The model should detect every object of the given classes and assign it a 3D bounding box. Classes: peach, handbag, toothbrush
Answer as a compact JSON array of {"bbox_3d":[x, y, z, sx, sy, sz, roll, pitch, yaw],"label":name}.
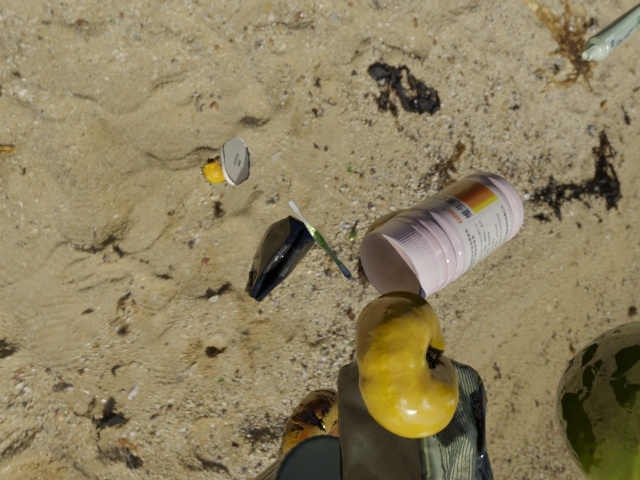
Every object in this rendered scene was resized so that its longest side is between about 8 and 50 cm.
[{"bbox_3d":[0.109,0.153,0.556,0.179,0.103,0.179,44,37,-47],"label":"peach"},{"bbox_3d":[-0.159,0.069,1.483,0.152,0.342,0.287,33,79,-9],"label":"handbag"},{"bbox_3d":[0.000,0.000,1.143,0.022,0.026,0.263,-38,94,0],"label":"toothbrush"},{"bbox_3d":[0.189,0.384,0.843,0.240,0.247,0.340,16,59,-34],"label":"handbag"}]

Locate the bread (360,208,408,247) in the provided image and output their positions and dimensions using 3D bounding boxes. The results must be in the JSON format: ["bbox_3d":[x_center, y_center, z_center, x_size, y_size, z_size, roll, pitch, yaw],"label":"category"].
[{"bbox_3d":[0.322,-0.016,1.594,0.314,0.191,0.171,5,31,-21],"label":"bread"}]

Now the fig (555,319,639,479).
[{"bbox_3d":[0.503,0.242,0.625,0.316,0.316,0.315,9,72,-29],"label":"fig"}]

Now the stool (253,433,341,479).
[{"bbox_3d":[-0.029,0.640,1.041,0.297,0.330,0.297,13,44,-13],"label":"stool"}]

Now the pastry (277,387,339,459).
[{"bbox_3d":[-0.022,0.693,1.570,0.356,0.164,0.355,-43,141,-49],"label":"pastry"}]

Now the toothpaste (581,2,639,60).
[{"bbox_3d":[0.514,-0.360,0.750,0.218,0.064,0.041,-36,55,-19],"label":"toothpaste"}]

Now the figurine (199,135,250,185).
[{"bbox_3d":[-0.378,-0.295,1.726,0.166,0.141,0.250,60,26,-29],"label":"figurine"}]

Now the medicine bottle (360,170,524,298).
[{"bbox_3d":[0.193,-0.007,0.691,0.250,0.133,0.133,-29,92,-27],"label":"medicine bottle"}]
